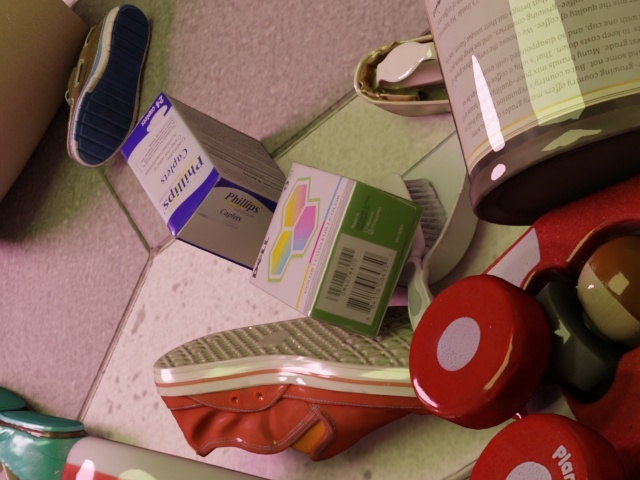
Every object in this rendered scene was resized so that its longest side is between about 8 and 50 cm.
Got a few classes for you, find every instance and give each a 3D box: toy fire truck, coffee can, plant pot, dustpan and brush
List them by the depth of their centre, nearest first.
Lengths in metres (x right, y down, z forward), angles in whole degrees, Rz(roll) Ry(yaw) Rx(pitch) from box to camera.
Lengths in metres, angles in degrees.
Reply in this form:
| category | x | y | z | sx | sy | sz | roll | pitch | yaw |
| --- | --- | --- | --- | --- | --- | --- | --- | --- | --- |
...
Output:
| category | x | y | z | sx | sy | sz | roll | pitch | yaw |
| --- | --- | --- | --- | --- | --- | --- | --- | --- | --- |
| toy fire truck | 0.211 | 0.081 | 0.922 | 0.254 | 0.169 | 0.302 | -45 | 39 | 22 |
| coffee can | 0.169 | -0.172 | 1.019 | 0.202 | 0.201 | 0.275 | -24 | 72 | 36 |
| dustpan and brush | 0.076 | 0.006 | 1.169 | 0.147 | 0.060 | 0.211 | -40 | 44 | 26 |
| plant pot | -0.384 | -0.172 | 1.604 | 0.274 | 0.256 | 0.256 | -46 | 45 | -1 |

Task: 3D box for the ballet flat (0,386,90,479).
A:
| category | x | y | z | sx | sy | sz | roll | pitch | yaw |
| --- | --- | --- | --- | --- | --- | --- | --- | --- | --- |
| ballet flat | -0.314 | 0.200 | 1.481 | 0.247 | 0.083 | 0.087 | 13 | 97 | 48 |

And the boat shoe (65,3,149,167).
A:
| category | x | y | z | sx | sy | sz | roll | pitch | yaw |
| --- | --- | --- | --- | --- | --- | --- | --- | --- | --- |
| boat shoe | -0.228 | -0.156 | 1.556 | 0.066 | 0.066 | 0.183 | -10 | 57 | 47 |

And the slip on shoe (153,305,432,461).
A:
| category | x | y | z | sx | sy | sz | roll | pitch | yaw |
| --- | --- | --- | --- | --- | --- | --- | --- | --- | --- |
| slip on shoe | 0.013 | 0.120 | 1.181 | 0.331 | 0.123 | 0.101 | -9 | 106 | 34 |

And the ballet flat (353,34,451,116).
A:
| category | x | y | z | sx | sy | sz | roll | pitch | yaw |
| --- | --- | --- | --- | --- | --- | --- | --- | --- | --- |
| ballet flat | 0.127 | -0.138 | 1.178 | 0.248 | 0.086 | 0.086 | -5 | 70 | 43 |

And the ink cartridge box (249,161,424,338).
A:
| category | x | y | z | sx | sy | sz | roll | pitch | yaw |
| --- | --- | --- | --- | --- | --- | --- | --- | --- | --- |
| ink cartridge box | 0.000 | 0.000 | 1.198 | 0.109 | 0.062 | 0.209 | -70 | 21 | 2 |

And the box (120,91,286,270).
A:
| category | x | y | z | sx | sy | sz | roll | pitch | yaw |
| --- | --- | --- | --- | --- | --- | --- | --- | --- | --- |
| box | -0.091 | -0.048 | 1.324 | 0.072 | 0.126 | 0.137 | -51 | 45 | 15 |

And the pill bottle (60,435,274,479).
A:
| category | x | y | z | sx | sy | sz | roll | pitch | yaw |
| --- | --- | --- | --- | --- | --- | --- | --- | --- | --- |
| pill bottle | -0.135 | 0.348 | 1.145 | 0.210 | 0.210 | 0.362 | 5 | 77 | 46 |
